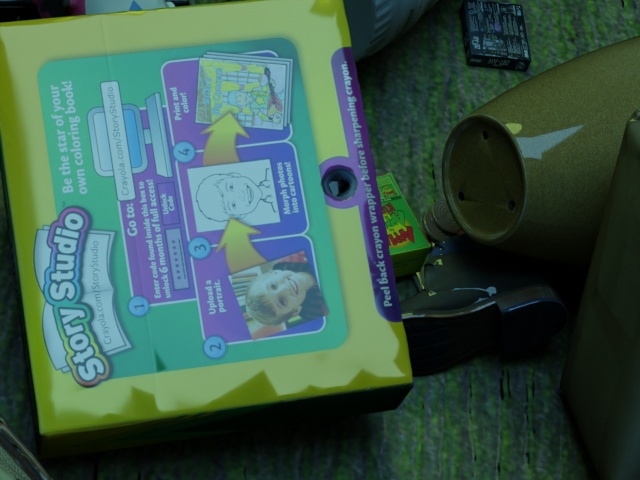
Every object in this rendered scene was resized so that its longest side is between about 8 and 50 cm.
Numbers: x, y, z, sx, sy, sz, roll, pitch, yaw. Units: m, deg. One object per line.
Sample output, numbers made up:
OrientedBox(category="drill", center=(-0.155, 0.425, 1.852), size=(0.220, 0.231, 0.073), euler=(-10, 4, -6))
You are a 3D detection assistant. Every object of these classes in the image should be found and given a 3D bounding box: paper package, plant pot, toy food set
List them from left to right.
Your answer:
OrientedBox(category="toy food set", center=(0.164, -0.009, 1.848), size=(0.192, 0.038, 0.132), euler=(-12, 56, -23))
OrientedBox(category="plant pot", center=(0.245, -0.067, 1.760), size=(0.254, 0.237, 0.237), euler=(-10, 55, -35))
OrientedBox(category="paper package", center=(0.392, 0.061, 1.648), size=(0.310, 0.324, 0.168), euler=(0, 35, -13))

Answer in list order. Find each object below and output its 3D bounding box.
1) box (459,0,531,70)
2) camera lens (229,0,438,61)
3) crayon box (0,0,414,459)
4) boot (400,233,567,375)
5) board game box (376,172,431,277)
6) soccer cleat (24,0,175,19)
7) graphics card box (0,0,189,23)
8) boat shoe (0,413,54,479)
OrientedBox(category="box", center=(0.185, -0.219, 2.037), size=(0.067, 0.018, 0.083), euler=(4, 51, -12))
OrientedBox(category="camera lens", center=(0.050, -0.327, 1.957), size=(0.219, 0.219, 0.274), euler=(35, 51, 13))
OrientedBox(category="crayon box", center=(-0.109, -0.017, 1.646), size=(0.313, 0.106, 0.362), euler=(-7, 74, -9))
OrientedBox(category="boot", center=(0.106, 0.057, 1.760), size=(0.219, 0.082, 0.106), euler=(-8, 44, -10))
OrientedBox(category="board game box", center=(0.000, 0.000, 1.778), size=(0.181, 0.043, 0.092), euler=(-12, 57, -24))
OrientedBox(category="soccer cleat", center=(-0.187, -0.204, 1.802), size=(0.143, 0.116, 0.331), euler=(-15, 94, -35))
OrientedBox(category="graphics card box", center=(-0.330, -0.290, 1.909), size=(0.371, 0.094, 0.232), euler=(-4, 54, -17))
OrientedBox(category="boat shoe", center=(-0.328, 0.142, 1.565), size=(0.342, 0.123, 0.123), euler=(37, 22, 22))
